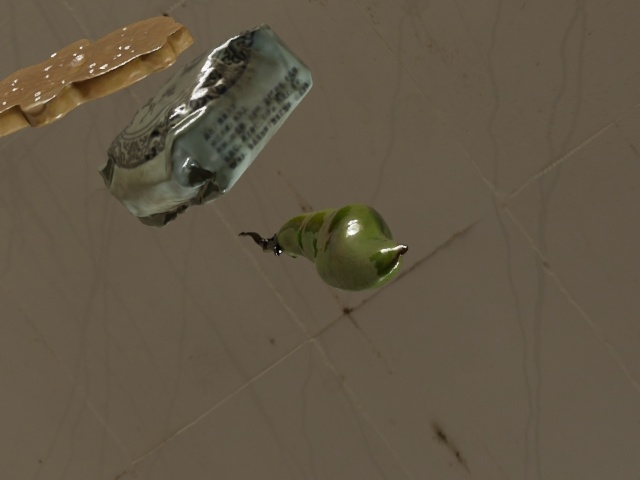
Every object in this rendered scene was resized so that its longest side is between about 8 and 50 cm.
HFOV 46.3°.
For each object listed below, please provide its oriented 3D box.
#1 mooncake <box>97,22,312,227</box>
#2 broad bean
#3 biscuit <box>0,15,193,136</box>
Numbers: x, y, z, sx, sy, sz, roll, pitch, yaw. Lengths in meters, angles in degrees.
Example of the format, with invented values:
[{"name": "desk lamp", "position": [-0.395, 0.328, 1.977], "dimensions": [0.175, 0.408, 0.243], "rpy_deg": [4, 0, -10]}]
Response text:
[{"name": "mooncake", "position": [-0.156, -0.147, 0.957], "dimensions": [0.136, 0.254, 0.250], "rpy_deg": [48, -33, -21]}, {"name": "broad bean", "position": [0.007, 0.004, 0.724], "dimensions": [0.075, 0.325, 0.067], "rpy_deg": [-38, -76, -15]}, {"name": "biscuit", "position": [-0.189, -0.131, 0.595], "dimensions": [0.184, 0.133, 0.027], "rpy_deg": [-26, -58, -1]}]
